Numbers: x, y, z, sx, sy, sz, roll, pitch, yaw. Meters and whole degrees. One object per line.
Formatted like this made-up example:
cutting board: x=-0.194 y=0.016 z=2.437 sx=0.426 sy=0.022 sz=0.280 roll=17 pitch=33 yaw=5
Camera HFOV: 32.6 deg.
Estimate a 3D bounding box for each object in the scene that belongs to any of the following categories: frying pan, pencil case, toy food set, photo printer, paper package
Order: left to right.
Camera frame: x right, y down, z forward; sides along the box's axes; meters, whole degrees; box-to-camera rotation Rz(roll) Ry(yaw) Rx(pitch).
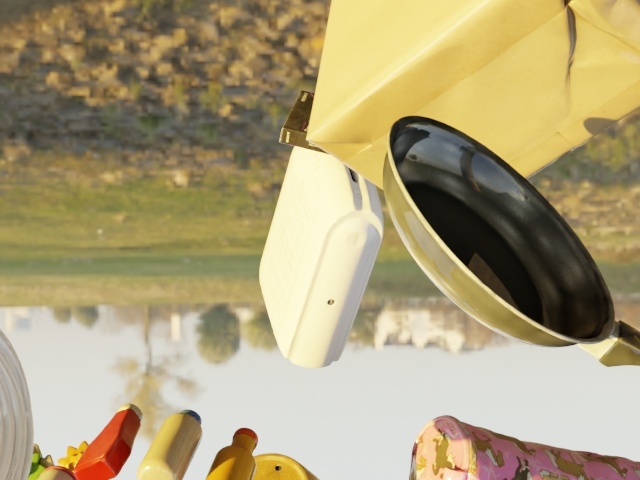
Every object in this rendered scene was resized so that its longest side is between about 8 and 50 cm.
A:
toy food set: x=-0.176 y=0.222 z=1.010 sx=0.232 sy=0.111 sz=0.104 roll=-27 pitch=-163 yaw=22
photo printer: x=0.000 y=0.000 z=1.683 sx=0.107 sy=0.308 sz=0.256 roll=5 pitch=-147 yaw=-19
paper package: x=0.154 y=-0.224 z=0.971 sx=0.168 sy=0.325 sz=0.309 roll=32 pitch=134 yaw=-25
pencil case: x=0.307 y=0.354 z=1.533 sx=0.386 sy=0.160 sz=0.167 roll=17 pitch=145 yaw=-21
frying pan: x=0.165 y=0.025 z=0.751 sx=0.326 sy=0.197 sz=0.053 roll=30 pitch=120 yaw=-25

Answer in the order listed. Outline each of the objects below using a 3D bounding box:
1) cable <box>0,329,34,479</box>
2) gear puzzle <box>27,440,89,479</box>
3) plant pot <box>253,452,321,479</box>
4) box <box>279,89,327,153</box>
cable: x=-0.380 y=0.180 z=1.053 sx=0.089 sy=0.257 sz=0.257 roll=-10 pitch=162 yaw=23
gear puzzle: x=-0.482 y=0.416 z=1.697 sx=0.339 sy=0.175 sz=0.044 roll=-24 pitch=164 yaw=-2
plant pot: x=-0.049 y=0.407 z=1.488 sx=0.237 sy=0.237 sz=0.254 roll=-2 pitch=135 yaw=9
box: x=0.035 y=-0.155 z=1.522 sx=0.162 sy=0.029 sz=0.116 roll=13 pitch=-144 yaw=5
